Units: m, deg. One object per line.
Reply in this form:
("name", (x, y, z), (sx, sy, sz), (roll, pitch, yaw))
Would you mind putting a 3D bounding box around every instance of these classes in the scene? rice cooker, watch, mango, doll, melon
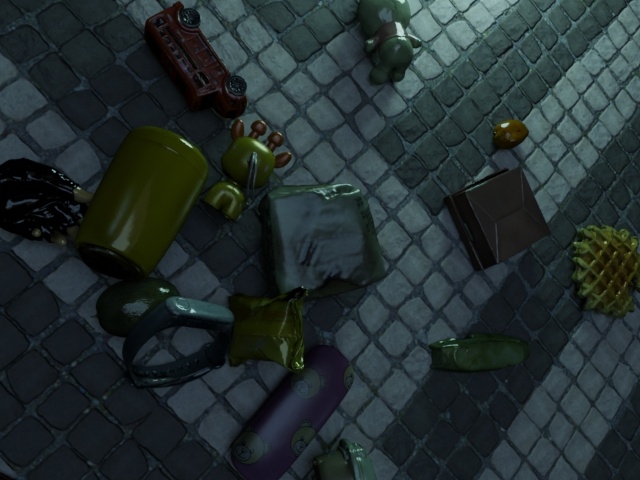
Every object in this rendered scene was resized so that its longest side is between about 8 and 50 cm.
("rice cooker", (0.052, 0.517, 1.128), (0.127, 0.145, 0.206), (-10, 82, -12))
("watch", (-0.264, 0.199, 1.049), (0.206, 0.068, 0.193), (16, 115, -44))
("mango", (0.515, -0.287, 1.491), (0.114, 0.060, 0.080), (-18, 72, -21))
("doll", (0.170, -0.528, 1.369), (0.154, 0.113, 0.275), (-4, 83, -19))
("melon", (-0.350, 0.128, 1.055), (0.167, 0.114, 0.114), (-12, 85, -24))
("doll", (-0.162, -0.149, 1.163), (0.143, 0.135, 0.221), (34, 82, -10))

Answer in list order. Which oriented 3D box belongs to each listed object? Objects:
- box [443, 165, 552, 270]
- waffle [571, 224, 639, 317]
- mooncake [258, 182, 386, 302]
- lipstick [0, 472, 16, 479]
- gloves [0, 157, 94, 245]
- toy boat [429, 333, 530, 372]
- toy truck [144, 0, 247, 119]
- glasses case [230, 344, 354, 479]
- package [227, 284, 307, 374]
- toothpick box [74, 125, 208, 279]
("box", (0.456, -0.062, 1.415), (0.215, 0.086, 0.215), (-24, 89, -24))
("waffle", (0.803, 0.085, 1.542), (0.250, 0.056, 0.261), (1, 82, -21))
("mooncake", (-0.002, -0.001, 1.199), (0.250, 0.136, 0.255), (-9, 91, -21))
("lipstick", (-0.573, 0.412, 0.966), (0.176, 0.027, 0.027), (34, 70, -14))
("gloves", (-0.508, -0.058, 1.028), (0.164, 0.124, 0.203), (-40, 124, 6))
("toy boat", (0.406, 0.275, 1.353), (0.293, 0.055, 0.093), (0, 83, -21))
("toy truck", (-0.263, -0.365, 1.177), (0.114, 0.107, 0.253), (-35, 93, -22))
("glasses case", (-0.054, 0.357, 1.149), (0.123, 0.076, 0.316), (46, 68, -9))
("package", (-0.110, 0.174, 1.096), (0.090, 0.226, 0.168), (10, 79, -50))
("toothpick box", (-0.336, -0.062, 1.037), (0.175, 0.175, 0.271), (27, 61, -15))
